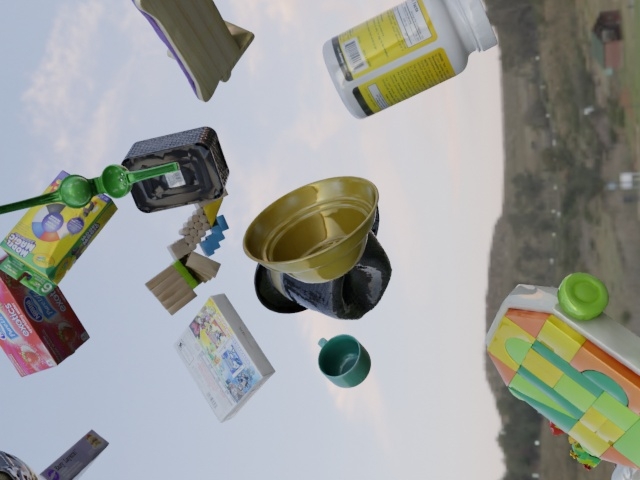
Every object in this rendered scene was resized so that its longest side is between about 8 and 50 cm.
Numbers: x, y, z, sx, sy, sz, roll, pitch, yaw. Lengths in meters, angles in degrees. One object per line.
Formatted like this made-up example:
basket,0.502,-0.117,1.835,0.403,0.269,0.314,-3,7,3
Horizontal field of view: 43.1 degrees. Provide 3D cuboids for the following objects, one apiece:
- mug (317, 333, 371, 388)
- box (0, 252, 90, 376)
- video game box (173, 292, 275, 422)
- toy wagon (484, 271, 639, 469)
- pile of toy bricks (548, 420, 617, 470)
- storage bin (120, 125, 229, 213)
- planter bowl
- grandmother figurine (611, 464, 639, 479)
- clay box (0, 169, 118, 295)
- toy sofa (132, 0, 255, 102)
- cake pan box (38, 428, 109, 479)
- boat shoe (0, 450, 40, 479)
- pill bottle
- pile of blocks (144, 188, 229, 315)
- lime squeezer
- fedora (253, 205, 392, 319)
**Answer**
mug,0.069,0.320,2.178,0.097,0.130,0.157,50,-158,-42
box,-0.637,0.151,1.750,0.256,0.128,0.122,62,-149,-13
video game box,-0.204,0.243,1.681,0.048,0.187,0.205,-15,-118,-46
toy wagon,0.365,0.191,1.000,0.068,0.344,0.267,-42,-22,-25
pile of toy bricks,0.566,0.428,1.659,0.118,0.212,0.105,-87,23,-57
storage bin,-0.279,-0.137,1.571,0.084,0.180,0.122,-83,-20,-60
planter bowl,0.000,0.000,1.212,0.090,0.217,0.217,64,-150,-29
grandmother figurine,0.653,0.400,1.349,0.104,0.342,0.207,-8,-95,-48
clay box,-0.509,-0.015,1.550,0.222,0.127,0.053,-56,-16,-20
toy sofa,-0.266,-0.417,1.435,0.177,0.150,0.362,-58,-21,-11
cake pan box,-0.656,0.604,1.950,0.245,0.070,0.267,-50,-2,17
boat shoe,-0.465,0.371,1.167,0.103,0.285,0.092,-35,-58,-15
pill bottle,0.188,-0.402,1.698,0.188,0.334,0.188,59,-164,-29
pile of blocks,-0.324,0.019,2.092,0.362,0.149,0.113,-63,14,-8
lime squeezer,-0.368,-0.078,1.296,0.110,0.311,0.058,-101,-2,-66
fedora,0.033,0.056,1.529,0.334,0.152,0.334,-31,-34,-23
